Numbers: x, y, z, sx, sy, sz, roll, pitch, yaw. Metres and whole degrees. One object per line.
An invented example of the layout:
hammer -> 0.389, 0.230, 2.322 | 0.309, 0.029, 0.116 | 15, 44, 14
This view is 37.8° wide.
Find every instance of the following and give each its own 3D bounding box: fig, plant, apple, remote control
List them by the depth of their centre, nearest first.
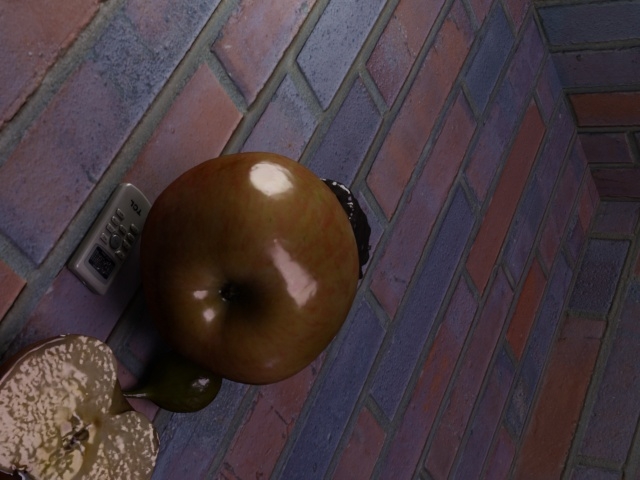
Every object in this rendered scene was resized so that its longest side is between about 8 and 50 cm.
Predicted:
apple -> -0.405, 0.292, 1.415 | 0.251, 0.163, 0.293 | -38, 108, -41
remote control -> -0.350, -0.006, 1.581 | 0.087, 0.029, 0.190 | 56, 49, -41
apple -> -0.122, 0.048, 1.590 | 0.346, 0.391, 0.392 | -65, 152, -79
fig -> -0.285, 0.253, 1.643 | 0.236, 0.124, 0.124 | -4, 96, -38
plant -> 0.000, 0.000, 1.945 | 0.276, 0.188, 0.199 | 72, 31, -58
